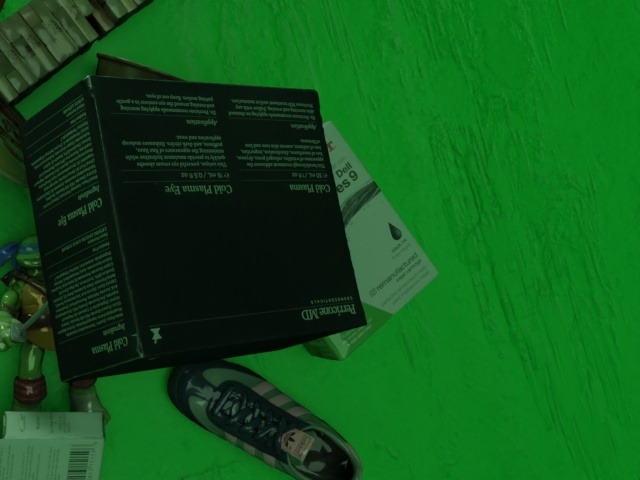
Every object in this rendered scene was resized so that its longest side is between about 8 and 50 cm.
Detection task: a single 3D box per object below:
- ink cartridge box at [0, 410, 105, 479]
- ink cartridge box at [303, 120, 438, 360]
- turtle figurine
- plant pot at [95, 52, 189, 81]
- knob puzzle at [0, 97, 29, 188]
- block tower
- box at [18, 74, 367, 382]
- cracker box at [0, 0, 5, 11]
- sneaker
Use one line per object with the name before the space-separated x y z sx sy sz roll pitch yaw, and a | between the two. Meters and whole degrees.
ink cartridge box | -0.414 0.344 1.371 0.238 0.060 0.275 4 119 -17
ink cartridge box | 0.000 0.000 1.560 0.211 0.121 0.289 -41 104 -17
turtle figurine | -0.328 0.138 1.375 0.274 0.198 0.266 7 109 18
plant pot | -0.249 -0.151 1.447 0.167 0.167 0.165 17 91 -21
knob puzzle | -0.423 -0.133 1.368 0.030 0.213 0.213 -36 105 12
block tower | -0.322 -0.316 1.444 0.335 0.097 0.091 -41 101 -18
box | -0.150 -0.014 1.273 0.343 0.179 0.313 -3 77 -43
cracker box | -0.512 -0.352 1.334 0.232 0.067 0.156 17 74 -1
sneaker | -0.069 0.266 1.531 0.319 0.131 0.112 31 80 -19
